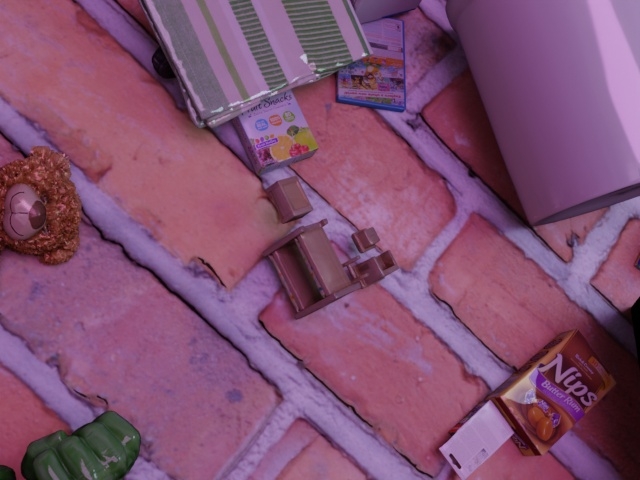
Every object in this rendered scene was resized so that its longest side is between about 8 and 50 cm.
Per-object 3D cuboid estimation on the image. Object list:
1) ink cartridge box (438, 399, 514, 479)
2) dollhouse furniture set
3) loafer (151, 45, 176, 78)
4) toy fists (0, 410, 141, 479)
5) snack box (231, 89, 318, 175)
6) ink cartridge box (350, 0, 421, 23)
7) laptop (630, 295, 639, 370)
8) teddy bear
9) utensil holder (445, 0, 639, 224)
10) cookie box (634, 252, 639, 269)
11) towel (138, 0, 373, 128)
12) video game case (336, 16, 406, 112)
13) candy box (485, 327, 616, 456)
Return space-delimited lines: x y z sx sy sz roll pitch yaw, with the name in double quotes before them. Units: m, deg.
"ink cartridge box" 0.226 0.296 1.151 0.115 0.029 0.063 -36 89 -23
"dollhouse furniture set" 0.000 0.000 1.144 0.161 0.101 0.182 -19 81 -47
"loafer" -0.178 -0.329 1.172 0.078 0.076 0.223 38 68 11
"toy fists" -0.339 0.289 0.898 0.279 0.142 0.096 -24 84 -24
"snack box" -0.078 -0.181 1.178 0.100 0.037 0.141 -22 82 -24
"ink cartridge box" 0.072 -0.473 1.279 0.148 0.086 0.203 -21 77 -24
"laptop" 0.632 0.269 1.193 0.236 0.408 0.382 -7 74 14
"teddy bear" -0.472 -0.032 0.963 0.338 0.113 0.245 13 73 -15
"utensil holder" 0.410 -0.250 1.212 0.327 0.327 0.385 -13 81 -22
"cookie box" 0.597 0.006 1.317 0.040 0.107 0.092 36 66 -5
"towel" -0.093 -0.331 1.151 0.325 0.038 0.248 -28 99 -27
"video game case" 0.083 -0.297 1.279 0.119 0.015 0.166 6 73 -18
"candy box" 0.358 0.233 1.202 0.187 0.053 0.109 -34 87 -25
